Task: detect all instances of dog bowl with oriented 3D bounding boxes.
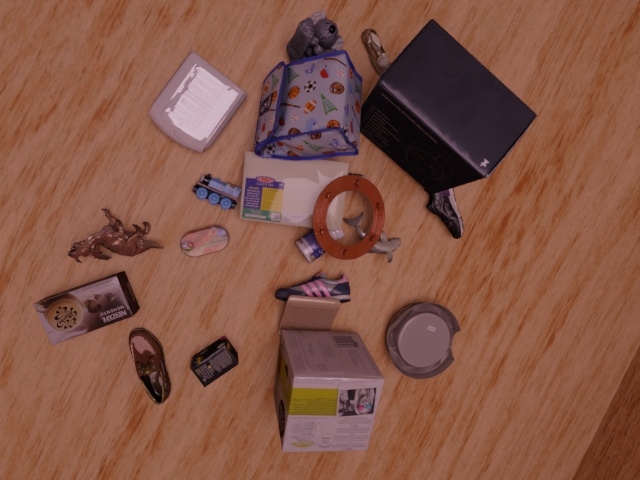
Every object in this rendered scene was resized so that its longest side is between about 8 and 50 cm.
[{"bbox_3d":[0.452,0.438,1.926,0.349,0.102,0.348,-2,97,-13],"label":"dog bowl"}]

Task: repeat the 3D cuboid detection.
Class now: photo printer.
[{"bbox_3d":[-0.465,-0.503,1.605,0.256,0.107,0.307,35,89,-14],"label":"photo printer"}]

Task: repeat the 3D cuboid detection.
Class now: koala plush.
[{"bbox_3d":[-0.008,-0.779,1.663,0.196,0.203,0.221,41,65,-23],"label":"koala plush"}]

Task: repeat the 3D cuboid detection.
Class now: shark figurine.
[{"bbox_3d":[0.214,0.011,1.829,0.278,0.116,0.166,28,56,-22],"label":"shark figurine"}]

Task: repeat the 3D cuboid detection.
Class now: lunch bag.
[{"bbox_3d":[-0.063,-0.476,1.567,0.386,0.239,0.327,-1,73,25],"label":"lunch bag"}]

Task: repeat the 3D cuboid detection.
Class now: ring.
[{"bbox_3d":[0.122,-0.086,1.675,0.337,0.032,0.336,-5,101,-27],"label":"ring"}]

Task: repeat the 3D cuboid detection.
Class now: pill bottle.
[{"bbox_3d":[0.000,0.000,1.767,0.187,0.112,0.112,-34,103,-6],"label":"pill bottle"}]

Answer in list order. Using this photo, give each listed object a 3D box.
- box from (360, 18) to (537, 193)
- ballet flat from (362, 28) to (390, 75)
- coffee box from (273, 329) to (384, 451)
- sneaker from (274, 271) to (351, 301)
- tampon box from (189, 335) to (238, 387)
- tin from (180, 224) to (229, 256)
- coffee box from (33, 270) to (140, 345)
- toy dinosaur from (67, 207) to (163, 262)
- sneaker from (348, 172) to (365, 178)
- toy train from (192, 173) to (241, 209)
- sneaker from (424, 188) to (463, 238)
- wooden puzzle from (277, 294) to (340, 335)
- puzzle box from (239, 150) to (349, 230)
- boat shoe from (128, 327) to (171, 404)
[{"bbox_3d":[0.417,-0.450,1.593,0.480,0.472,0.297,40,87,-5],"label":"box"},{"bbox_3d":[0.235,-0.770,1.755,0.073,0.067,0.206,-36,103,-8],"label":"ballet flat"},{"bbox_3d":[0.010,0.584,1.694,0.339,0.337,0.334,5,107,-14],"label":"coffee box"},{"bbox_3d":[-0.033,0.198,1.802,0.319,0.112,0.130,3,72,-11],"label":"sneaker"},{"bbox_3d":[-0.424,0.482,1.721,0.161,0.120,0.101,-33,103,-8],"label":"tampon box"},{"bbox_3d":[-0.458,0.002,1.703,0.190,0.040,0.106,-15,95,-11],"label":"tin"},{"bbox_3d":[-0.860,0.246,1.595,0.297,0.119,0.168,-19,99,-10],"label":"coffee box"},{"bbox_3d":[-0.753,0.012,1.598,0.296,0.127,0.200,19,99,-26],"label":"toy dinosaur"},{"bbox_3d":[0.055,-0.201,1.773,0.282,0.105,0.115,-18,107,1],"label":"sneaker"},{"bbox_3d":[-0.403,-0.190,1.674,0.184,0.080,0.105,23,82,-12],"label":"toy train"},{"bbox_3d":[0.535,-0.133,1.891,0.124,0.107,0.283,-18,93,-1],"label":"sneaker"},{"bbox_3d":[-0.051,0.317,1.787,0.221,0.044,0.238,7,129,-14],"label":"wooden puzzle"},{"bbox_3d":[-0.105,-0.195,1.685,0.410,0.052,0.271,7,97,-1],"label":"puzzle box"},{"bbox_3d":[-0.663,0.491,1.676,0.111,0.104,0.307,-23,101,-9],"label":"boat shoe"}]
